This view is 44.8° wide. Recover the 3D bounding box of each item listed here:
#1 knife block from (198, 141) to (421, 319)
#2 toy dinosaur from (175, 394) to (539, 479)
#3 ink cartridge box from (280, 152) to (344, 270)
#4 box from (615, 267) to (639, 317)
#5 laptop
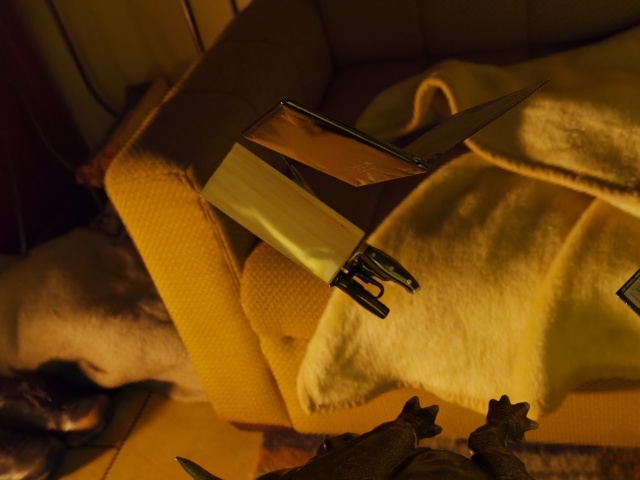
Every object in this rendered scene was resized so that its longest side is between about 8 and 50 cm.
[{"bbox_3d":[0.000,0.000,1.050,0.242,0.276,0.088,33,88,42],"label":"knife block"},{"bbox_3d":[0.049,0.154,0.450,0.314,0.120,0.160,18,11,15],"label":"toy dinosaur"},{"bbox_3d":[-0.023,-0.043,1.365,0.062,0.109,0.209,-37,70,7],"label":"ink cartridge box"},{"bbox_3d":[0.470,0.090,0.897,0.136,0.037,0.225,-51,47,18],"label":"box"},{"bbox_3d":[0.113,-0.235,1.408,0.236,0.408,0.382,-69,14,-6],"label":"laptop"}]
